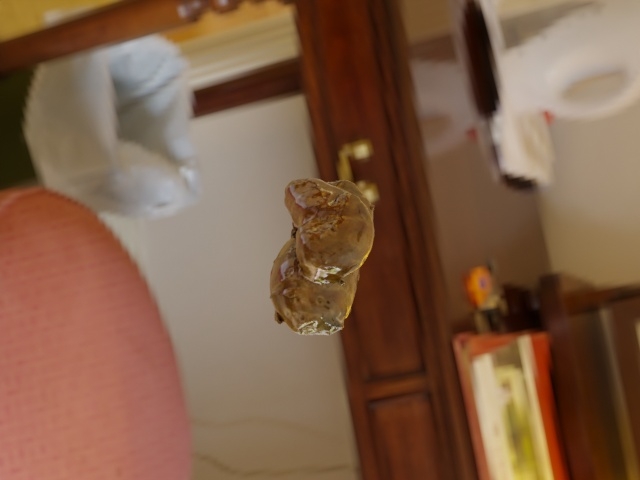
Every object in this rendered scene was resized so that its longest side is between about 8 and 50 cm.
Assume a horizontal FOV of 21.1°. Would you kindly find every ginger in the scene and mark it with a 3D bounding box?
[{"bbox_3d":[0.000,0.000,1.307,0.162,0.073,0.103,-77,-177,-69],"label":"ginger"}]
